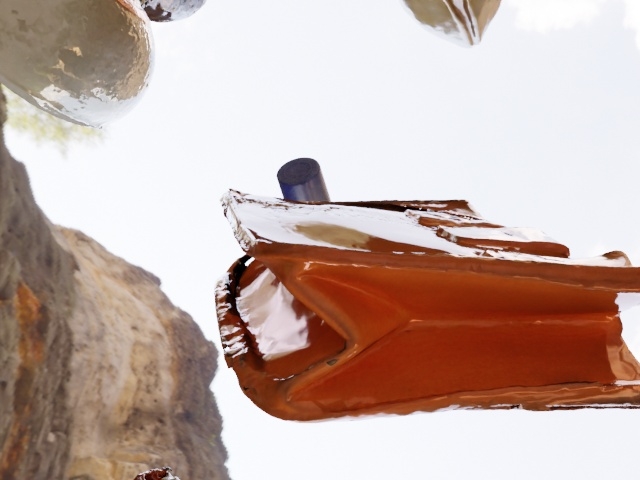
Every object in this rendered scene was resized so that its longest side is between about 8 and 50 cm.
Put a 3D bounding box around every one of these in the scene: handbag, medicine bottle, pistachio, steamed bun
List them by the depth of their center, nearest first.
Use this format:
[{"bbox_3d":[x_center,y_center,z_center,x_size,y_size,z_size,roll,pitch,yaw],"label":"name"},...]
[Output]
[{"bbox_3d":[0.064,0.033,0.698,0.304,0.410,0.116,3,-81,-10],"label":"handbag"},{"bbox_3d":[-0.322,-0.278,1.013,0.283,0.283,0.177,44,-81,22],"label":"steamed bun"},{"bbox_3d":[0.000,0.000,1.061,0.059,0.230,0.059,-11,-140,9],"label":"medicine bottle"},{"bbox_3d":[0.180,-0.389,1.166,0.162,0.293,0.181,-15,-117,12],"label":"pistachio"}]

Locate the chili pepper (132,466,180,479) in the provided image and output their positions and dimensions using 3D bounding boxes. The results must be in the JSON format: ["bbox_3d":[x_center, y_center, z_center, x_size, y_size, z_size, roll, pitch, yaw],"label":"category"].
[{"bbox_3d":[-0.161,0.279,0.754,0.073,0.070,0.123,17,-86,19],"label":"chili pepper"}]

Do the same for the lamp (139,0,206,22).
[{"bbox_3d":[-0.304,-0.499,1.460,0.247,0.247,0.246,-4,-110,10],"label":"lamp"}]
